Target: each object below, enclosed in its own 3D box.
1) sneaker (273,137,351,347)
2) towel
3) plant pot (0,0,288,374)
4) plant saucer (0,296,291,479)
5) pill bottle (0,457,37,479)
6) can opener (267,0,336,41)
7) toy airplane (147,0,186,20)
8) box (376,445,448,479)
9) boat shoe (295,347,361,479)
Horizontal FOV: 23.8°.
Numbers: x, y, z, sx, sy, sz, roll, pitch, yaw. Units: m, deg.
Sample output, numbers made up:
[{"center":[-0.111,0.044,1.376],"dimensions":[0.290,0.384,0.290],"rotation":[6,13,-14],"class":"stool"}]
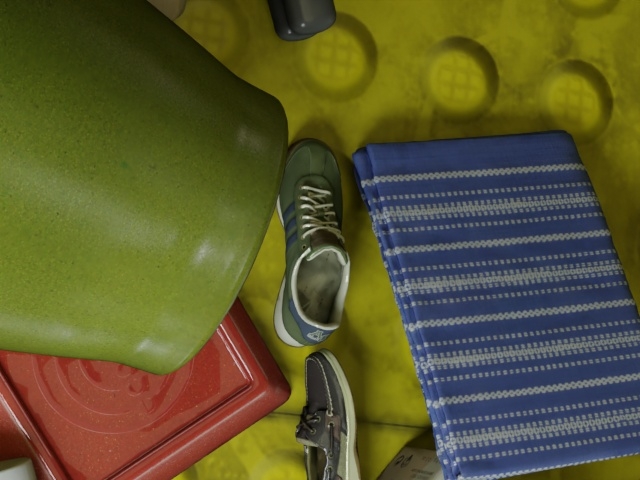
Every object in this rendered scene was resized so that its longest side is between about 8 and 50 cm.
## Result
[{"center":[0.000,0.000,1.360],"dimensions":[0.064,0.086,0.192],"rotation":[6,84,-20],"class":"sneaker"},{"center":[0.175,0.051,1.391],"dimensions":[0.243,0.040,0.336],"rotation":[-6,66,-23],"class":"towel"},{"center":[-0.227,-0.067,1.132],"dimensions":[0.353,0.366,0.366],"rotation":[24,79,-19],"class":"plant pot"},{"center":[-0.181,0.095,1.308],"dimensions":[0.259,0.048,0.258],"rotation":[-32,98,-19],"class":"plant saucer"},{"center":[-0.254,0.274,1.237],"dimensions":[0.108,0.108,0.180],"rotation":[-14,91,-21],"class":"pill bottle"},{"center":[-0.022,-0.328,1.379],"dimensions":[0.095,0.076,0.283],"rotation":[-15,93,-20],"class":"can opener"},{"center":[-0.145,-0.426,1.226],"dimensions":[0.384,0.386,0.272],"rotation":[47,35,7],"class":"toy airplane"},{"center":[0.048,0.345,1.338],"dimensions":[0.148,0.121,0.311],"rotation":[46,73,-12],"class":"box"},{"center":[0.003,0.175,1.367],"dimensions":[0.049,0.056,0.152],"rotation":[-10,90,-26],"class":"boat shoe"}]
